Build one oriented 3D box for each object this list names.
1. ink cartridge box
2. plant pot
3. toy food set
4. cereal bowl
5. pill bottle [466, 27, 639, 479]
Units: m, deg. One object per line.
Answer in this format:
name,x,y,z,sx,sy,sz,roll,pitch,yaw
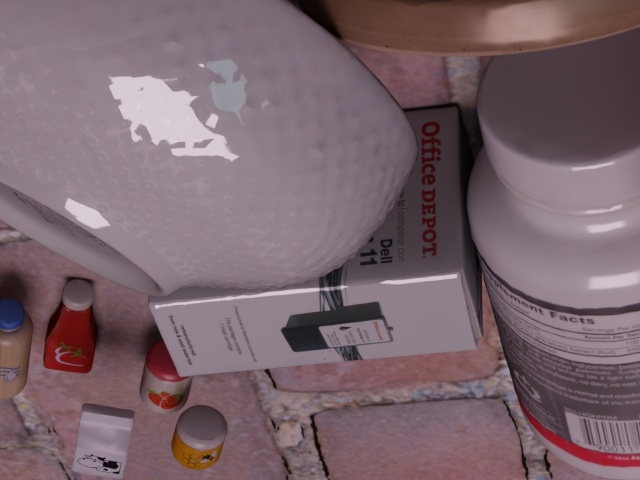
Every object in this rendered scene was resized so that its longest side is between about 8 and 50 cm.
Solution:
ink cartridge box,0.000,0.000,1.243,0.208,0.153,0.087,-6,140,9
plant pot,0.098,-0.191,0.966,0.237,0.237,0.109,-5,117,9
toy food set,-0.180,0.101,1.407,0.232,0.111,0.104,10,141,-5
cereal bowl,-0.122,-0.068,1.045,0.339,0.141,0.339,28,168,6
pill bottle,0.193,0.005,1.219,0.176,0.176,0.318,-7,140,11
